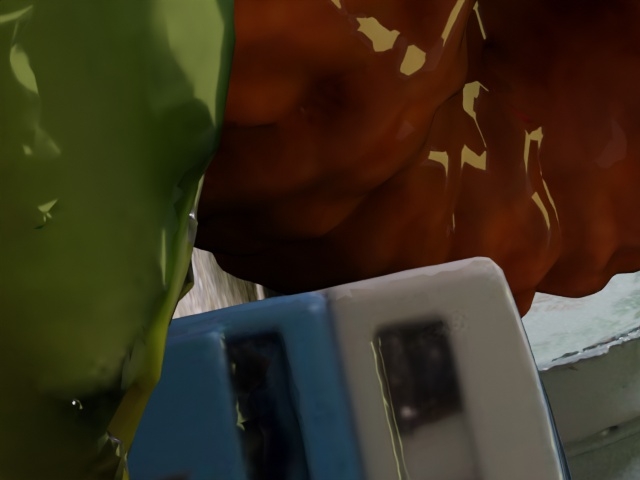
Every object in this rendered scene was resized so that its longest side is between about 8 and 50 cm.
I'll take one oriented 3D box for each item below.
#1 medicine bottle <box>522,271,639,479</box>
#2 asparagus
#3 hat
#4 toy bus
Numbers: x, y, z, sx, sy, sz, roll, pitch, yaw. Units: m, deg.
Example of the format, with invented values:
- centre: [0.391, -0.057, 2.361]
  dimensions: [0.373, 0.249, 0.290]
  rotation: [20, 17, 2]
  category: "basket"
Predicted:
- centre: [0.118, 0.150, 0.912]
  dimensions: [0.245, 0.245, 0.290]
  rotation: [-86, 163, -72]
  category: "medicine bottle"
- centre: [-0.079, -0.125, 0.335]
  dimensions: [0.128, 0.108, 0.382]
  rotation: [-89, 166, -73]
  category: "asparagus"
- centre: [-0.026, -0.160, 0.626]
  dimensions: [0.400, 0.285, 0.285]
  rotation: [42, -25, 50]
  category: "hat"
- centre: [0.005, 0.078, 0.537]
  dimensions: [0.297, 0.131, 0.106]
  rotation: [45, 32, -78]
  category: "toy bus"
